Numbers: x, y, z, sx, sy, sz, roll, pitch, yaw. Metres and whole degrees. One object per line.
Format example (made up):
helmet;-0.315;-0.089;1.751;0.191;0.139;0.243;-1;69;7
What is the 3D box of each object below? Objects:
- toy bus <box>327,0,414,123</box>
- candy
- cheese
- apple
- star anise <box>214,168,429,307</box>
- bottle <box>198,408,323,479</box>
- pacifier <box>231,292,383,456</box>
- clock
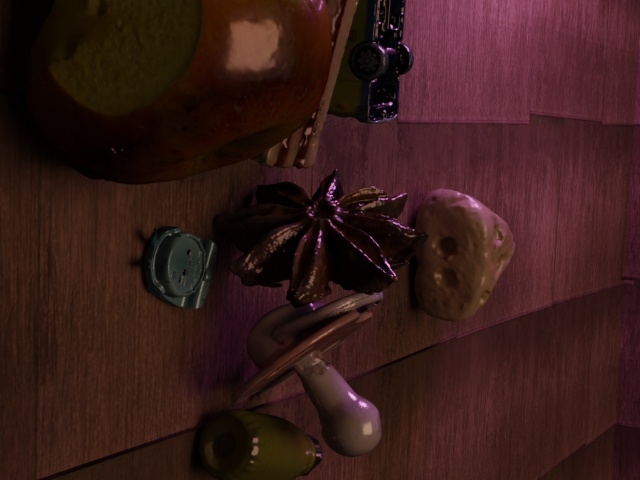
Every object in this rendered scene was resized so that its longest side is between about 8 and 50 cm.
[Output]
toy bus;0.043;-0.351;1.804;0.152;0.190;0.312;-24;119;-64
candy;-0.067;-0.277;1.602;0.135;0.179;0.320;-2;111;-58
cheese;0.281;0.021;2.318;0.251;0.174;0.248;-58;142;-29
apple;-0.182;-0.254;1.373;0.384;0.374;0.374;-19;118;-14
star anise;-0.001;-0.001;1.709;0.332;0.332;0.117;-43;145;-48
bottle;-0.083;0.335;1.801;0.260;0.112;0.112;25;73;-58
pacifier;-0.012;0.196;1.759;0.332;0.220;0.273;23;68;-79
clock;-0.209;0.032;1.604;0.147;0.045;0.108;33;66;-56
